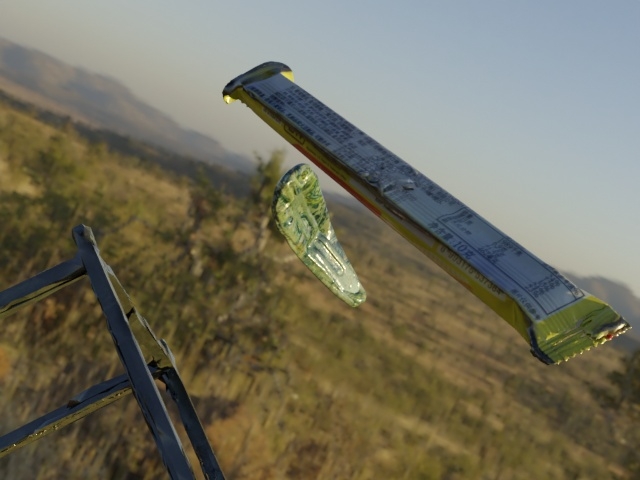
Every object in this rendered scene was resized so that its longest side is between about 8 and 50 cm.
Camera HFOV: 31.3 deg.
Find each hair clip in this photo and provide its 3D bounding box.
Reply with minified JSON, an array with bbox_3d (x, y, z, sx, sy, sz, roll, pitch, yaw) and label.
[{"bbox_3d":[-0.002,-0.001,1.184,0.036,0.066,0.229,18,-26,34],"label":"hair clip"}]

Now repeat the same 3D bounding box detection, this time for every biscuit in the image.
[{"bbox_3d":[0.038,-0.029,0.588,0.292,0.048,0.026,42,-28,43],"label":"biscuit"}]

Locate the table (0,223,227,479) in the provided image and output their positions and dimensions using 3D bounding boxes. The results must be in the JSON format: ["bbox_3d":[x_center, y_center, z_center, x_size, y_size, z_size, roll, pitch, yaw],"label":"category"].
[{"bbox_3d":[-0.240,0.213,0.813,0.272,0.335,0.222,62,-5,29],"label":"table"}]
